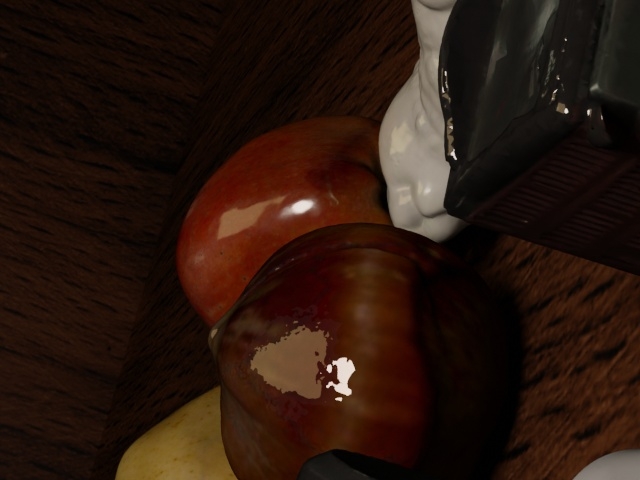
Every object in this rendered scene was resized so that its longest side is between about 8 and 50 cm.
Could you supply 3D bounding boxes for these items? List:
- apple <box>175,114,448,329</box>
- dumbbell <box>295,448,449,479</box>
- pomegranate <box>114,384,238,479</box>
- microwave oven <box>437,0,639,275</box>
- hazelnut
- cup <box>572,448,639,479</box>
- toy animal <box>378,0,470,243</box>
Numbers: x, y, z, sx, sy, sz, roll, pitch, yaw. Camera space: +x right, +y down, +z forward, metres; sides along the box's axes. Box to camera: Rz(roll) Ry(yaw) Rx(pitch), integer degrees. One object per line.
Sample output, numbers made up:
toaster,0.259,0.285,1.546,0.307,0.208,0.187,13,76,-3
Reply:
apple,0.001,-0.001,1.469,0.234,0.234,0.234,-161,90,-77
dumbbell,0.035,0.296,0.945,0.204,0.203,0.322,-161,90,-77
pomegranate,-0.056,0.223,1.392,0.233,0.233,0.233,-161,90,-77
microwave oven,0.183,-0.120,0.943,0.178,0.188,0.247,140,147,-65
hazelnut,0.026,0.093,1.241,0.229,0.229,0.229,-161,90,-77
cup,0.192,0.139,0.808,0.133,0.136,0.099,151,102,-72
toy animal,0.129,-0.161,1.268,0.357,0.194,0.258,113,159,-52
